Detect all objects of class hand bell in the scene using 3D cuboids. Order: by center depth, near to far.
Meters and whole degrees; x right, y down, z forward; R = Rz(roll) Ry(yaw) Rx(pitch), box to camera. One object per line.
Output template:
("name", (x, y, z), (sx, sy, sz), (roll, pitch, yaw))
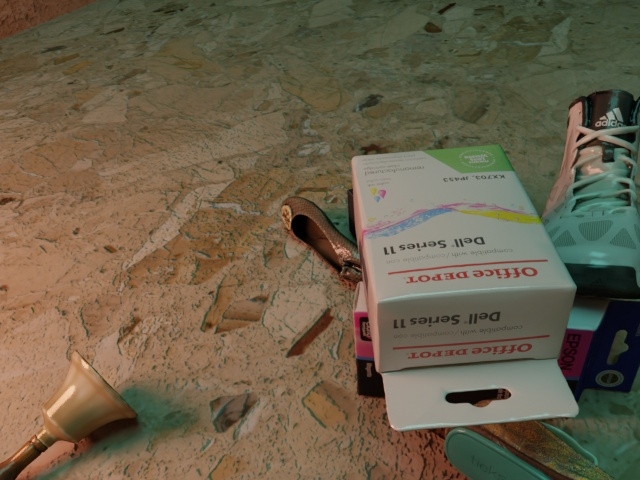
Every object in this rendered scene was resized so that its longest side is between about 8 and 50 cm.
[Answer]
("hand bell", (-0.374, 0.271, 0.805), (0.126, 0.126, 0.242), (30, 62, 36))

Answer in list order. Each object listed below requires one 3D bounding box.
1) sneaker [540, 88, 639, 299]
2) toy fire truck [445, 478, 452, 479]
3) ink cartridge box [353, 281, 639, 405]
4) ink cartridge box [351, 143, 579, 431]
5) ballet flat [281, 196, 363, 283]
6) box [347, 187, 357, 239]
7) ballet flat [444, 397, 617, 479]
("sneaker", (0.379, -0.084, 0.884), (0.169, 0.257, 0.447), (4, 14, 20))
("toy fire truck", (0.178, 0.315, 0.625), (0.135, 0.047, 0.192), (13, 3, 14))
("ink cartridge box", (0.229, 0.145, 0.804), (0.371, 0.176, 0.069), (2, 40, 9))
("ink cartridge box", (0.152, 0.032, 0.715), (0.207, 0.119, 0.353), (-5, 39, 0))
("ballet flat", (0.000, 0.000, 1.094), (0.058, 0.084, 0.250), (-29, 50, -27))
("box", (0.182, -0.009, 1.058), (0.184, 0.103, 0.261), (-16, 40, -17))
("ballet flat", (0.299, 0.289, 0.678), (0.123, 0.123, 0.348), (-33, 46, -29))
